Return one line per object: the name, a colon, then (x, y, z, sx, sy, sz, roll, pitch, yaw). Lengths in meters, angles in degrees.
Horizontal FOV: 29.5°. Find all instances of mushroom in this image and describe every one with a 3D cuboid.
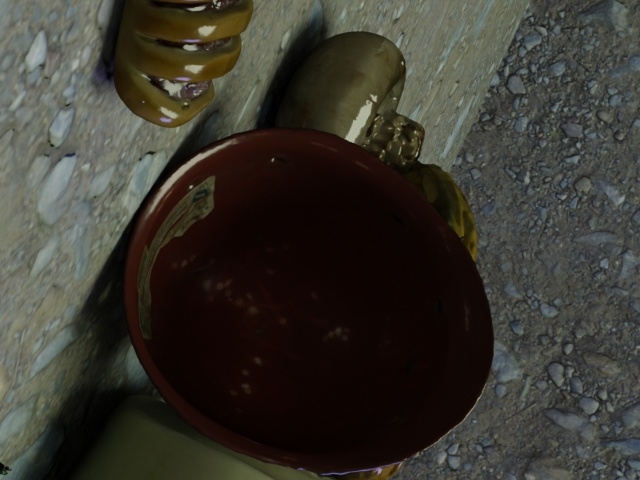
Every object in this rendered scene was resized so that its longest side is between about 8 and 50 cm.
mushroom: (0.040, -0.146, 1.485, 0.226, 0.178, 0.226, 18, 90, -75)

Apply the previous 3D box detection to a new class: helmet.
helmet: (-0.034, 0.081, 1.297, 0.230, 0.385, 0.337, 141, -31, -68)

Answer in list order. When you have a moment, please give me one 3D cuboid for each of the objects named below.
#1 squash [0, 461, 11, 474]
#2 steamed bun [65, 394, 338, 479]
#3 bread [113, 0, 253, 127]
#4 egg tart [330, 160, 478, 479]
squash: (-0.343, 0.339, 1.033, 0.331, 0.087, 0.087, -64, 170, -9)
steamed bun: (-0.176, 0.371, 1.386, 0.371, 0.290, 0.456, -57, 164, -8)
bread: (-0.095, -0.198, 0.953, 0.134, 0.081, 0.225, -46, 160, -56)
egg tart: (0.043, 0.094, 1.554, 0.443, 0.178, 0.443, -165, -90, -76)
